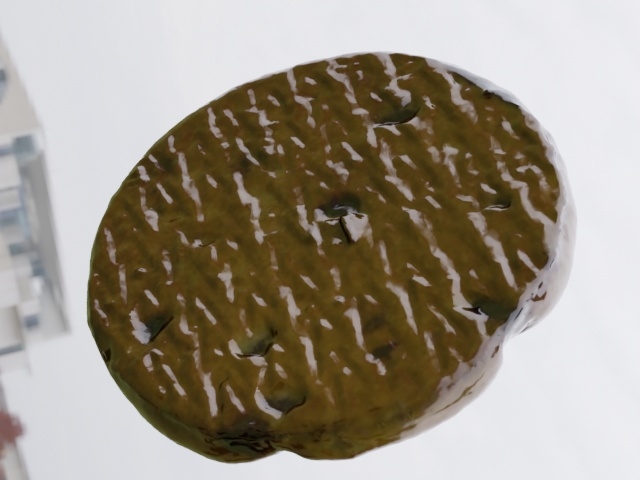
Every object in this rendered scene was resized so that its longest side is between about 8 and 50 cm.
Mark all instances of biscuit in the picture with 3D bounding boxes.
[{"bbox_3d":[0.000,0.000,0.560,0.212,0.212,0.036,59,-6,45],"label":"biscuit"}]
